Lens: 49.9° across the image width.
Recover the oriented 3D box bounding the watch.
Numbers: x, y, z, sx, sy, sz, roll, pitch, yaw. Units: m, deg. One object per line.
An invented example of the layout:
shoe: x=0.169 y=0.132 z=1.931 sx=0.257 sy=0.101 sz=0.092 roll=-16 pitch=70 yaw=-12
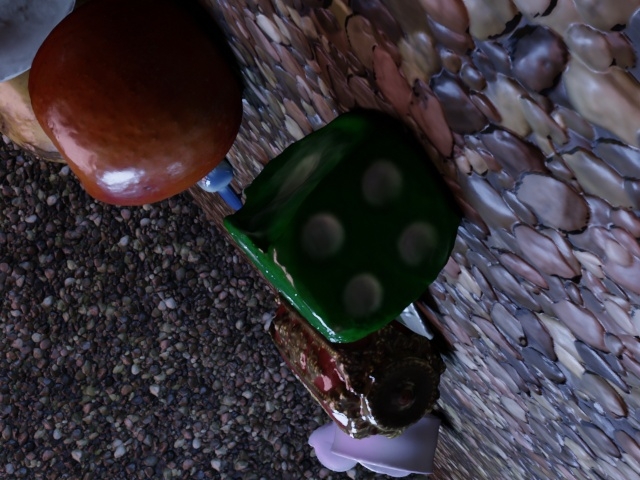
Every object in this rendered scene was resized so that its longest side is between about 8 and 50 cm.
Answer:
watch: x=0.102 y=0.346 z=1.296 sx=0.249 sy=0.210 sz=0.217 roll=12 pitch=168 yaw=9

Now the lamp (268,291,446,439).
lamp: x=0.042 y=0.141 z=0.902 sx=0.177 sy=0.177 sz=0.274 roll=55 pitch=168 yaw=-29

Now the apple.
apple: x=-0.194 y=-0.151 z=0.736 sx=0.218 sy=0.201 sz=0.218 roll=54 pitch=168 yaw=17

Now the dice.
dice: x=0.015 y=-0.010 z=0.507 sx=0.120 sy=0.128 sz=0.131 roll=52 pitch=170 yaw=-22

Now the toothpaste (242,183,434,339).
toothpaste: x=0.000 y=0.000 z=0.854 sx=0.392 sy=0.061 sz=0.098 roll=35 pitch=162 yaw=49

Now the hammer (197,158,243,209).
hammer: x=-0.195 y=-0.113 z=1.333 sx=0.116 sy=0.069 sz=0.194 roll=43 pitch=174 yaw=31

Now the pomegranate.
pomegranate: x=-0.453 y=-0.285 z=1.180 sx=0.322 sy=0.322 sz=0.322 roll=48 pitch=171 yaw=10

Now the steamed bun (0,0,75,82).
steamed bun: x=-0.445 y=-0.332 z=0.783 sx=0.206 sy=0.324 sz=0.324 roll=20 pitch=156 yaw=30
